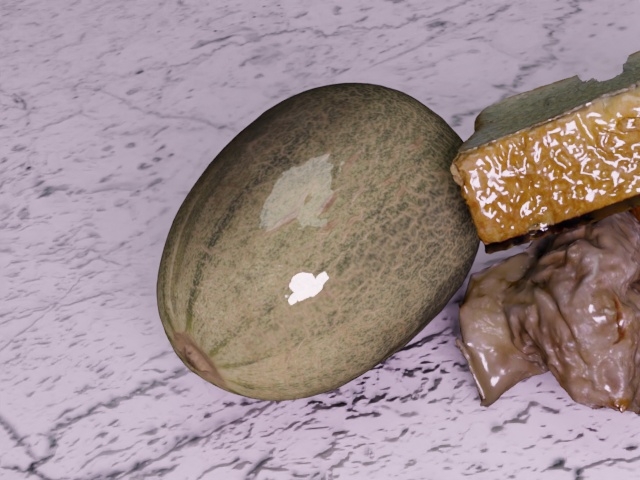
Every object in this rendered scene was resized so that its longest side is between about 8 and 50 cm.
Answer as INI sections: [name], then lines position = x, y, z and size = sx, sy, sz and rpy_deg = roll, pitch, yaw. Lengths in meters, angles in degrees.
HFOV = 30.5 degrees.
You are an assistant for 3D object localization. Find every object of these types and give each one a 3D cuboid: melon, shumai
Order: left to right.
[melon]
position = 0.000, 0.000, 1.042
size = 0.249, 0.248, 0.329
rpy_deg = 21, 49, 38
[shumai]
position = 0.194, 0.062, 0.981
size = 0.176, 0.166, 0.206
rpy_deg = -8, 11, 20

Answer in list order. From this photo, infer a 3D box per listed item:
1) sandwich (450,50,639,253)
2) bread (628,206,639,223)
[sandwich]
position = 0.260, -0.099, 0.987
size = 0.273, 0.095, 0.249
rpy_deg = -20, 10, 17
[bread]
position = 0.375, -0.057, 1.108
size = 0.232, 0.135, 0.246
rpy_deg = -15, 33, 22
